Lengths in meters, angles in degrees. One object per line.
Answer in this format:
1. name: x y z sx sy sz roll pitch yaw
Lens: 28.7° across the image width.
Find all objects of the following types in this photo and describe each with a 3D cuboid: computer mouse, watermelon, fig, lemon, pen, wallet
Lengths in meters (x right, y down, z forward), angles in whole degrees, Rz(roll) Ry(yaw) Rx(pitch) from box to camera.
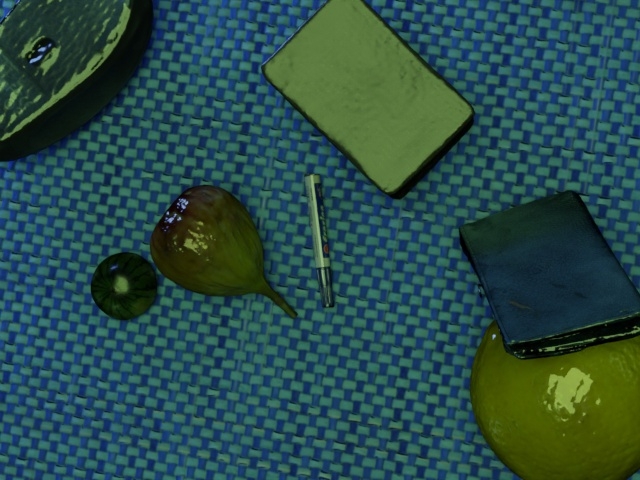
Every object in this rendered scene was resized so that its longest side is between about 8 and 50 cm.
1. computer mouse: -0.407 -0.276 1.895 0.374 0.114 0.203 -43 81 3
2. watermelon: -0.303 0.069 1.893 0.105 0.062 0.105 -1 86 12
3. fig: -0.132 0.037 1.848 0.257 0.159 0.159 39 93 -13
4. lemon: 0.339 0.207 1.699 0.293 0.293 0.293 0 88 8
5. pen: 0.000 0.000 1.875 0.025 0.025 0.204 -8 87 7
6. wallet: 0.305 0.042 1.675 0.191 0.379 0.046 -15 115 3

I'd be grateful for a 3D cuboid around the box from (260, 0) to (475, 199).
1. box: 0.073 -0.213 1.816 0.273 0.143 0.184 44 94 6
